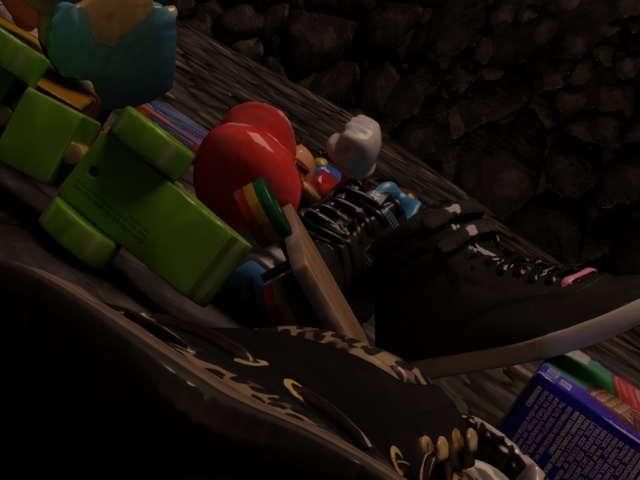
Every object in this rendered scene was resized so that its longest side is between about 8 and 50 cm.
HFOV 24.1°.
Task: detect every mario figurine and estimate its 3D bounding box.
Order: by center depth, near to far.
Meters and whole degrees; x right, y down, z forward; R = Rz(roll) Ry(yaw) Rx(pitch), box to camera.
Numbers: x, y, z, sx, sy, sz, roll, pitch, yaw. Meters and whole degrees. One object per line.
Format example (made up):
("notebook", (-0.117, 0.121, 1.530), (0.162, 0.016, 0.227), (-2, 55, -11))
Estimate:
("mario figurine", (-0.016, -0.072, 1.572), (0.170, 0.198, 0.320), (52, 13, 29))

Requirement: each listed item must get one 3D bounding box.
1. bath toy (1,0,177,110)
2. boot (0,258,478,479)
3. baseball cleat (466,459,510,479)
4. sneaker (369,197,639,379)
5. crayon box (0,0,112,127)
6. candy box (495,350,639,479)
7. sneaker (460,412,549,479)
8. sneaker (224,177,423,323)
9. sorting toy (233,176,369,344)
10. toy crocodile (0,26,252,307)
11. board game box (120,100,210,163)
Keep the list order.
("bath toy", (-0.258, -0.236, 1.320), (0.129, 0.151, 0.348), (-15, 35, -30))
("boot", (0.015, 0.141, 0.708), (0.377, 0.138, 0.284), (31, 7, 26))
("baseball cleat", (0.129, 0.214, 0.876), (0.206, 0.072, 0.109), (54, -22, 9))
("sneaker", (0.153, 0.027, 1.244), (0.296, 0.147, 0.104), (-15, -3, 37))
("crayon box", (-0.300, -0.160, 1.401), (0.202, 0.081, 0.318), (31, 8, -5))
("candy box", (0.288, 0.222, 1.212), (0.317, 0.122, 0.268), (35, 9, 10))
("sneaker", (0.150, 0.202, 0.982), (0.234, 0.078, 0.106), (42, -7, 5))
("sneaker", (0.000, 0.000, 1.374), (0.125, 0.139, 0.341), (37, 11, 11))
("sorting toy", (-0.002, 0.064, 1.131), (0.274, 0.046, 0.132), (60, 5, -21))
("toy crocodile", (-0.201, -0.072, 1.151), (0.340, 0.115, 0.105), (34, 2, 8))
("board game box", (-0.106, -0.089, 1.855), (0.281, 0.027, 0.145), (34, 8, 10))
